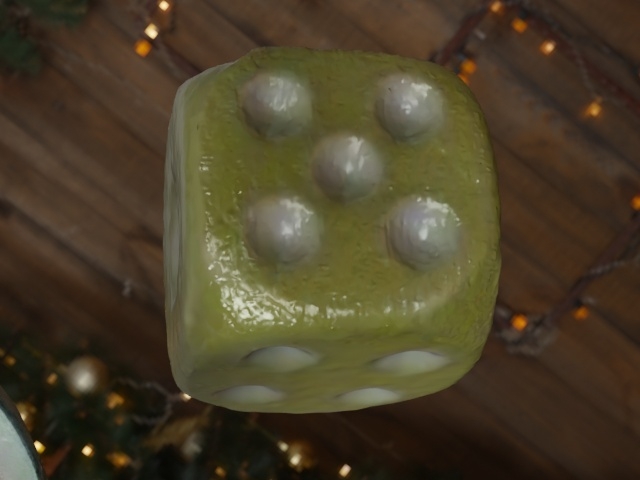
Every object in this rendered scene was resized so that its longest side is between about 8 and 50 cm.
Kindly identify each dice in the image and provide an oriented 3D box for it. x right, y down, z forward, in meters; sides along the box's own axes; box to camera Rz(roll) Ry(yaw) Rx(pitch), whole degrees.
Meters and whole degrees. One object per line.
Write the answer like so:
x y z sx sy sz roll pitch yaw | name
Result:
0.000 0.000 1.037 0.238 0.233 0.227 116 153 -67 | dice

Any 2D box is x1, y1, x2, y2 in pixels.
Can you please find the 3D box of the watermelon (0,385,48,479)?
-0.265 0.195 0.849 0.322 0.188 0.175 -45 17 21 | watermelon
